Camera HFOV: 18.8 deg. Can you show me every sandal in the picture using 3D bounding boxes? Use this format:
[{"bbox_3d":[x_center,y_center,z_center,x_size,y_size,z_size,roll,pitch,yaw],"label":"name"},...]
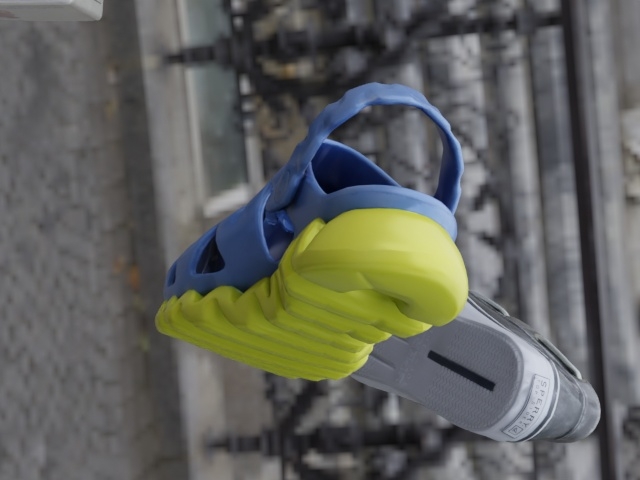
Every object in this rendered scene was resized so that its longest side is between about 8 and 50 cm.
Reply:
[{"bbox_3d":[0.000,0.000,1.172,0.317,0.126,0.138,-24,-130,58],"label":"sandal"}]

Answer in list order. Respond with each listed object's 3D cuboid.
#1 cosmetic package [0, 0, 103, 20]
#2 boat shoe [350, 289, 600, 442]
[{"bbox_3d":[-0.241,-0.251,1.513,0.296,0.129,0.153,-123,-147,-87],"label":"cosmetic package"},{"bbox_3d":[0.103,0.096,1.631,0.119,0.335,0.121,27,96,-37],"label":"boat shoe"}]
